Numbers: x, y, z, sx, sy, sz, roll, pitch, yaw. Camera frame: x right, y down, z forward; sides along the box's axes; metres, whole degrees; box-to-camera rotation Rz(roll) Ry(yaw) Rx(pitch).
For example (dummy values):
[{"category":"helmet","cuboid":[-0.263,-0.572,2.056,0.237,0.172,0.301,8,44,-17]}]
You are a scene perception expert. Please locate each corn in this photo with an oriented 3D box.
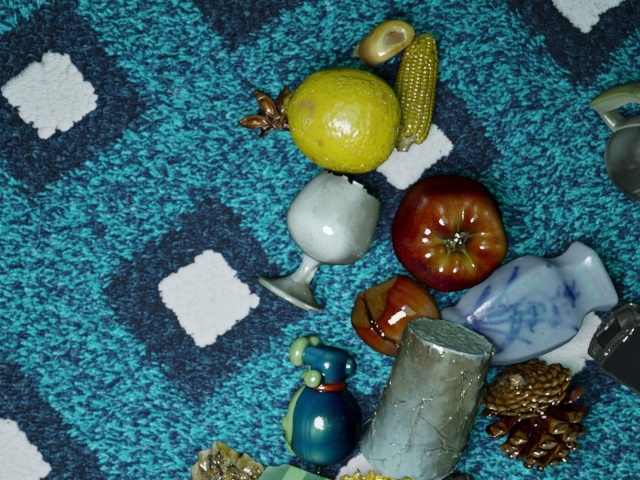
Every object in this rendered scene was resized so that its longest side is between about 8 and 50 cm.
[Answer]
[{"category":"corn","cuboid":[0.243,-0.385,1.558,0.119,0.119,0.321,8,84,-2]}]

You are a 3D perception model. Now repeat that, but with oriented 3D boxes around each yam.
[{"category":"yam","cuboid":[0.245,0.354,1.352,0.241,0.241,0.348,14,110,-1]}]

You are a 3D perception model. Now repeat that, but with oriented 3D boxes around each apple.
[{"category":"apple","cuboid":[0.310,-0.014,1.442,0.288,0.317,0.288,1,100,5]}]

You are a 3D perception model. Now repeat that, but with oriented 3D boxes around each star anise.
[{"category":"star anise","cuboid":[-0.116,-0.338,1.568,0.212,0.053,0.157,-5,86,-1]}]

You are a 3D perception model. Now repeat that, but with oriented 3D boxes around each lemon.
[{"category":"lemon","cuboid":[0.054,-0.295,1.460,0.310,0.258,0.257,20,85,1]}]

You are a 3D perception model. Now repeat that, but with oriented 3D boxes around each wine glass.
[{"category":"wine glass","cuboid":[0.000,0.000,1.458,0.238,0.238,0.323,27,89,0]}]

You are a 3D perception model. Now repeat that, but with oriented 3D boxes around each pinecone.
[{"category":"pinecone","cuboid":[0.515,0.427,1.444,0.264,0.264,0.264,0,85,-2]}]

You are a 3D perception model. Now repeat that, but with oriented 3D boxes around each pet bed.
[{"category":"pet bed","cuboid":[0.813,0.276,1.514,0.211,0.159,0.183,31,111,2]}]

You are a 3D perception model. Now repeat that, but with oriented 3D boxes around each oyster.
[{"category":"oyster","cuboid":[-0.236,0.626,1.470,0.223,0.083,0.214,32,82,7]}]

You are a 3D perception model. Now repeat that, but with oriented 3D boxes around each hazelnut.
[{"category":"hazelnut","cuboid":[0.190,0.197,1.469,0.181,0.212,0.180,7,52,-42]}]

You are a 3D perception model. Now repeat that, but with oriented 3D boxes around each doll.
[{"category":"doll","cuboid":[0.006,0.397,1.435,0.186,0.198,0.321,2,88,24]}]

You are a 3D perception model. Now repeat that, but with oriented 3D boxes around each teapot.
[{"category":"teapot","cuboid":[0.876,-0.269,1.512,0.240,0.239,0.321,-17,85,-5]}]

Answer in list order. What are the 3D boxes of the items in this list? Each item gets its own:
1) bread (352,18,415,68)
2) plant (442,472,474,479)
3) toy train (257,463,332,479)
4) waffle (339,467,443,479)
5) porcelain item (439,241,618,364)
[{"category":"bread","cuboid":[0.163,-0.515,1.543,0.134,0.173,0.085,-36,102,-6]},{"category":"plant","cuboid":[0.338,0.702,1.449,0.142,0.164,0.256,2,74,-2]},{"category":"toy train","cuboid":[-0.048,0.657,1.355,0.299,0.238,0.166,9,127,31]},{"category":"waffle","cuboid":[0.167,0.585,1.417,0.232,0.229,0.051,27,55,-31]},{"category":"porcelain item","cuboid":[0.508,0.171,1.489,0.405,0.178,0.242,-25,88,0]}]
